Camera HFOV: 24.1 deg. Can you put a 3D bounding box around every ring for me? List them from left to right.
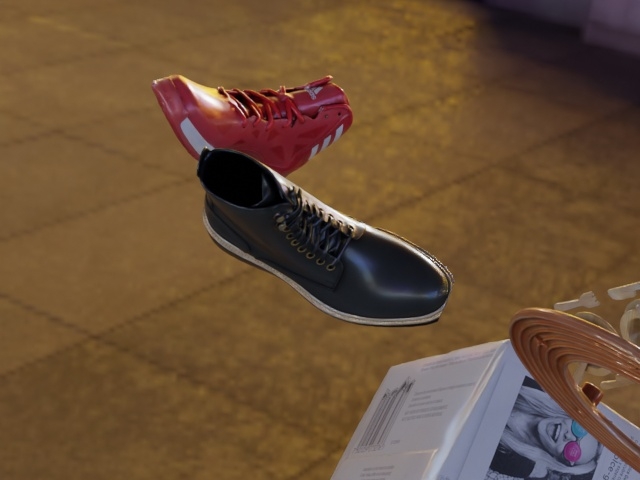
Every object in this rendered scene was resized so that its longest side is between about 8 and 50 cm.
[{"bbox_3d":[0.295,0.158,1.213,0.336,0.032,0.336,37,-12,9],"label":"ring"}]

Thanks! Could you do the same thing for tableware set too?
[{"bbox_3d":[0.354,0.122,1.790,0.039,0.128,0.194,-34,5,-30],"label":"tableware set"}]

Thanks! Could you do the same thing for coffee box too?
[{"bbox_3d":[0.199,0.356,1.725,0.334,0.338,0.337,34,-18,-12],"label":"coffee box"}]

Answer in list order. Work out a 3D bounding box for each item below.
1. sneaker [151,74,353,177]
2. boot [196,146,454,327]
[{"bbox_3d":[-0.053,-0.122,1.328,0.087,0.128,0.221,61,12,19],"label":"sneaker"},{"bbox_3d":[0.000,0.000,1.078,0.198,0.077,0.137,18,-14,7],"label":"boot"}]
